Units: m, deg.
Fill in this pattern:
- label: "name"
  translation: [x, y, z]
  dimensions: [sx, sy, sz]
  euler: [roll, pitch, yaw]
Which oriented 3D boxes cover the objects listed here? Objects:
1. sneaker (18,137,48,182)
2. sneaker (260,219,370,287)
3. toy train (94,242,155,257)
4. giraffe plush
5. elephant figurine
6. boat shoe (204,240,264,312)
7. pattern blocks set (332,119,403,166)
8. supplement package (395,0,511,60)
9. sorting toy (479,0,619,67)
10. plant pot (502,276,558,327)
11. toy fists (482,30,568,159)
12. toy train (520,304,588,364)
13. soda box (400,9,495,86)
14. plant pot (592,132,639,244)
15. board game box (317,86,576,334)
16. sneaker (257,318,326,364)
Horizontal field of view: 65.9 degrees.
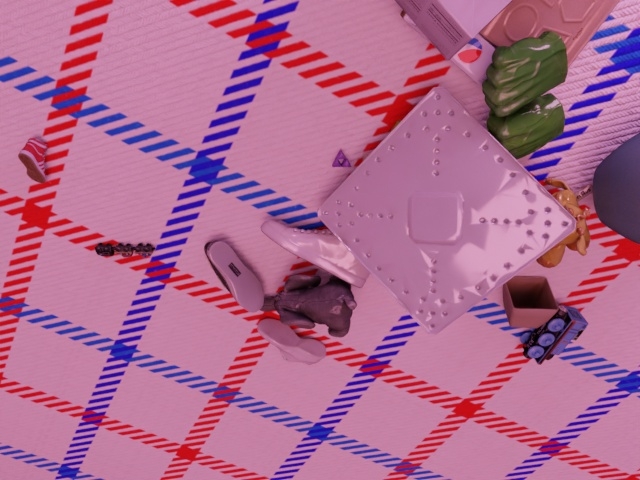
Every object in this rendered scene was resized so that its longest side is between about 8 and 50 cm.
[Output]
- label: "sneaker"
  translation: [-0.668, -0.190, 1.167]
  dimensions: [0.042, 0.066, 0.118]
  euler: [12, 149, -6]
- label: "sneaker"
  translation: [0.000, 0.000, 1.212]
  dimensions: [0.290, 0.106, 0.123]
  euler: [27, 92, -9]
- label: "toy train"
  translation: [-0.505, 0.027, 1.282]
  dimensions: [0.159, 0.027, 0.036]
  euler: [0, 123, 4]
- label: "giraffe plush"
  translation: [0.519, -0.031, 1.078]
  dimensions: [0.181, 0.170, 0.210]
  euler: [37, 114, 9]
- label: "elephant figurine"
  translation: [-0.043, 0.163, 1.248]
  dimensions: [0.240, 0.169, 0.185]
  euler: [5, 125, -4]
- label: "boat shoe"
  translation: [-0.223, 0.091, 1.279]
  dimensions: [0.078, 0.070, 0.219]
  euler: [-39, 111, -25]
- label: "pattern blocks set"
  translation: [0.185, -0.138, 1.146]
  dimensions: [0.325, 0.026, 0.285]
  euler: [10, 120, -2]
- label: "supplement package"
  translation: [0.217, -0.482, 0.821]
  dimensions: [0.204, 0.145, 0.262]
  euler: [-44, 95, 4]
- label: "sorting toy"
  translation: [0.432, -0.436, 0.944]
  dimensions: [0.208, 0.038, 0.193]
  euler: [25, 114, -19]
- label: "plant pot"
  translation: [0.522, 0.165, 1.258]
  dimensions: [0.109, 0.109, 0.096]
  euler: [1, 131, 3]
- label: "toy fists"
  translation: [0.394, -0.273, 0.978]
  dimensions: [0.142, 0.096, 0.279]
  euler: [-30, 142, 2]
- label: "toy train"
  translation: [0.615, 0.251, 1.313]
  dimensions: [0.105, 0.080, 0.184]
  euler: [15, 119, -12]
- label: "soda box"
  translation: [0.259, -0.398, 0.968]
  dimensions: [0.216, 0.073, 0.069]
  euler: [35, 116, -16]
- label: "plant pot"
  translation: [0.689, -0.105, 1.020]
  dimensions: [0.196, 0.290, 0.290]
  euler: [-3, 127, 46]
- label: "board game box"
  translation: [0.249, -0.052, 1.062]
  dimensions: [0.390, 0.050, 0.390]
  euler: [47, 116, 5]
- label: "sneaker"
  translation: [-0.094, 0.298, 1.388]
  dimensions: [0.212, 0.080, 0.094]
  euler: [31, 128, -15]
